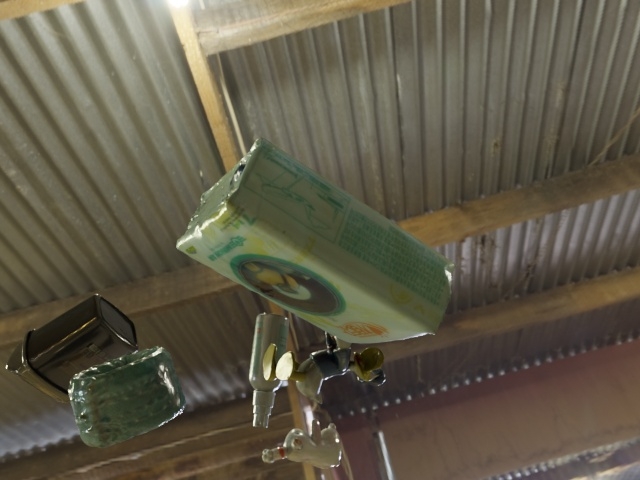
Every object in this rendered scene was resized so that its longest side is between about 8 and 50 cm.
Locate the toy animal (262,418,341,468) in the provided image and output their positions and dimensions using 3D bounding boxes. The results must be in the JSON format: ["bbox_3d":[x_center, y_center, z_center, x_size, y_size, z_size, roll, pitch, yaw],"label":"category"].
[{"bbox_3d":[-0.056,0.663,1.803,0.283,0.138,0.140,26,-61,-32],"label":"toy animal"}]

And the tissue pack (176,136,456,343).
[{"bbox_3d":[-0.016,0.026,0.926,0.388,0.162,0.287,32,-25,-19],"label":"tissue pack"}]

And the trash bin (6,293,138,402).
[{"bbox_3d":[-0.663,0.298,1.490,0.290,0.182,0.209,-35,-53,-1],"label":"trash bin"}]

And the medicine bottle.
[{"bbox_3d":[-0.172,0.417,1.776,0.110,0.351,0.110,5,-19,2],"label":"medicine bottle"}]

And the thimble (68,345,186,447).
[{"bbox_3d":[-0.394,0.314,1.123,0.199,0.143,0.235,-15,3,23],"label":"thimble"}]

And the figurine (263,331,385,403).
[{"bbox_3d":[0.048,0.325,1.573,0.339,0.204,0.283,24,-90,-23],"label":"figurine"}]
